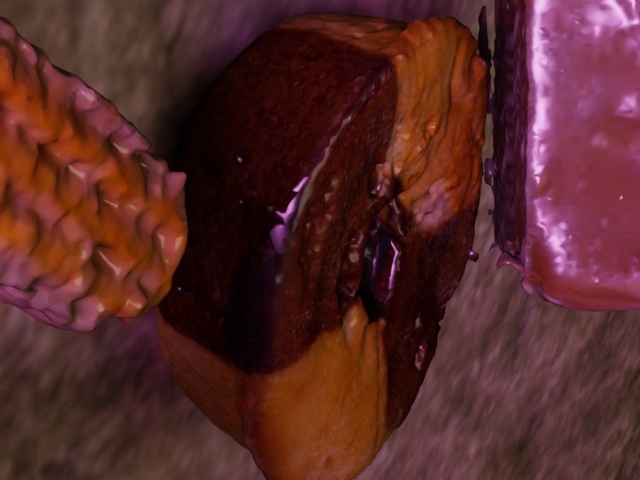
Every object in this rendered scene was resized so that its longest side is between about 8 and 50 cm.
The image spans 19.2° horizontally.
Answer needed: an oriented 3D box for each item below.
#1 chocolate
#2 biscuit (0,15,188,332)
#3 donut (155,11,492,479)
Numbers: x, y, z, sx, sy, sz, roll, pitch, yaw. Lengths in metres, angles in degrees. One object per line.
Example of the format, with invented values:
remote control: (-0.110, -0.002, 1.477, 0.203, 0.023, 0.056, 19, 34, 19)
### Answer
chocolate: (0.113, -0.086, 0.740, 0.148, 0.093, 0.214, -104, -164, -81)
biscuit: (-0.129, -0.060, 0.356, 0.054, 0.094, 0.378, -63, 157, -9)
donut: (0.000, 0.000, 0.703, 0.166, 0.073, 0.184, -45, 147, -39)
